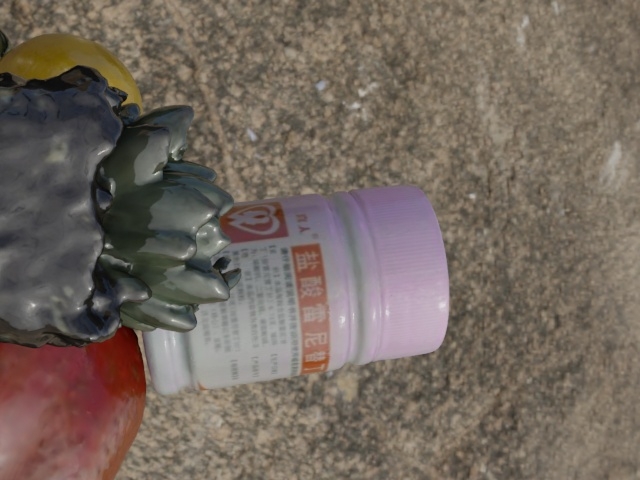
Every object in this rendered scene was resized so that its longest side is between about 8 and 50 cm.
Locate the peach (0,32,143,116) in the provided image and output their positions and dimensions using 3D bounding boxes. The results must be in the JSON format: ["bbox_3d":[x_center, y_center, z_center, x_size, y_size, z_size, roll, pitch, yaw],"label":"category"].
[{"bbox_3d":[-0.226,-0.085,0.610,0.103,0.179,0.179,12,80,-49],"label":"peach"}]

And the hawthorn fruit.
[{"bbox_3d":[-0.304,0.120,0.673,0.287,0.287,0.330,43,48,-36],"label":"hawthorn fruit"}]

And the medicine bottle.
[{"bbox_3d":[-0.036,0.050,0.802,0.316,0.202,0.202,-8,95,-9],"label":"medicine bottle"}]

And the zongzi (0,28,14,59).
[{"bbox_3d":[-0.469,-0.159,0.977,0.181,0.418,0.447,-32,139,-17],"label":"zongzi"}]

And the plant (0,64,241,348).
[{"bbox_3d":[-0.136,-0.017,0.355,0.194,0.129,0.132,0,98,-20],"label":"plant"}]
